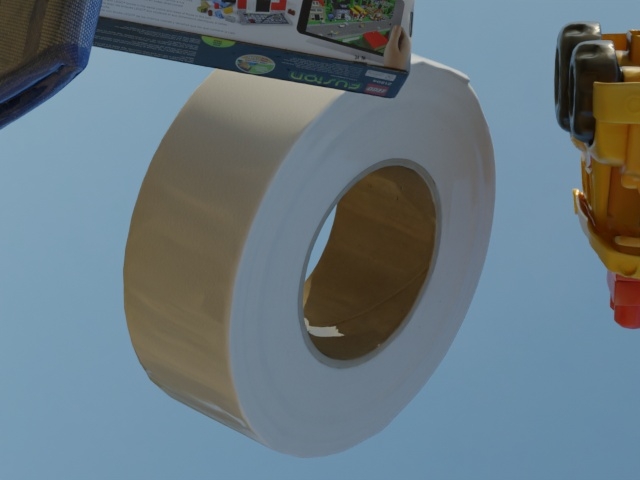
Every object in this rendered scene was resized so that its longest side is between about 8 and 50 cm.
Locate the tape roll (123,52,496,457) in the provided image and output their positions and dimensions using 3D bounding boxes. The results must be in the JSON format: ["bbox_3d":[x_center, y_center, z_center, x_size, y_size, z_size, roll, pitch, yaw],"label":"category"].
[{"bbox_3d":[0.000,0.000,1.295,0.100,0.286,0.286,22,-81,36],"label":"tape roll"}]

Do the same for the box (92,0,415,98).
[{"bbox_3d":[-0.051,-0.149,1.009,0.036,0.207,0.114,122,-25,-66],"label":"box"}]

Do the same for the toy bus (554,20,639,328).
[{"bbox_3d":[0.231,-0.038,1.283,0.220,0.149,0.211,-78,172,-77],"label":"toy bus"}]

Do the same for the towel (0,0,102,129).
[{"bbox_3d":[-0.129,-0.172,0.901,0.209,0.034,0.285,-23,-131,50],"label":"towel"}]
